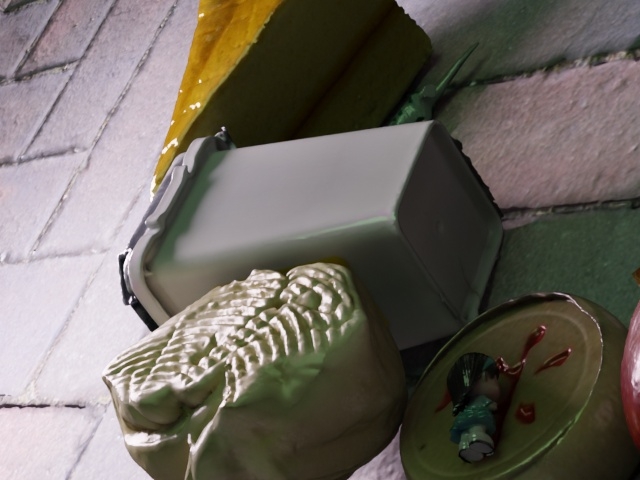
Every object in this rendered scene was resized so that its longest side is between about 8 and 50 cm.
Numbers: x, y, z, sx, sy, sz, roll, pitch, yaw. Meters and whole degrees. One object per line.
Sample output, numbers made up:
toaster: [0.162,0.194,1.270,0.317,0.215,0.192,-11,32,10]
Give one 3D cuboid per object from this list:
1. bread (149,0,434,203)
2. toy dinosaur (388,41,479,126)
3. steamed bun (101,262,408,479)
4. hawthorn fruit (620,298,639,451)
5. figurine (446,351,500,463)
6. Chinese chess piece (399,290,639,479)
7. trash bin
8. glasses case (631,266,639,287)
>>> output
bread: [-0.043,-0.142,2.146,0.245,0.233,0.362,-16,46,38]
toy dinosaur: [0.121,-0.167,2.154,0.187,0.044,0.106,-60,18,-20]
steamed bun: [-0.052,0.168,1.712,0.289,0.203,0.276,-29,24,7]
hawthorn fruit: [0.329,0.124,1.383,0.266,0.210,0.230,-53,16,-10]
figurine: [0.136,0.150,1.557,0.060,0.047,0.106,112,167,-47]
Chinese chess piece: [0.191,0.165,1.615,0.250,0.103,0.250,-32,31,22]
trash bin: [0.000,0.000,1.919,0.367,0.256,0.296,-13,35,33]
glasses case: [0.395,-0.008,1.612,0.218,0.049,0.075,-40,31,12]
